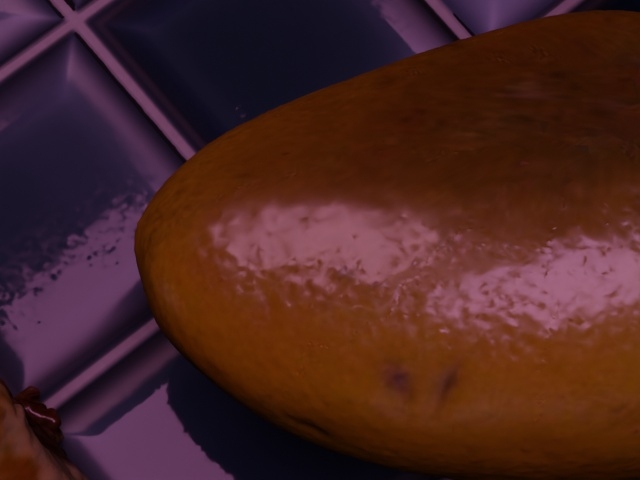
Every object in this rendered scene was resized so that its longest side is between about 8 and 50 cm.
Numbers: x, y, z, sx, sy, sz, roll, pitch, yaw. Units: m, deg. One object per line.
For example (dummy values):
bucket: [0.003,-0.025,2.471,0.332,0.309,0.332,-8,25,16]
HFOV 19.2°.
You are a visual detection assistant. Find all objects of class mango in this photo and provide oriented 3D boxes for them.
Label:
mango: [0.091,-0.001,0.930,0.365,0.182,0.253,0,46,-5]

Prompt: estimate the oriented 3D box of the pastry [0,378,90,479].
pastry: [-0.229,0.074,0.888,0.170,0.237,0.256,-39,79,-2]
